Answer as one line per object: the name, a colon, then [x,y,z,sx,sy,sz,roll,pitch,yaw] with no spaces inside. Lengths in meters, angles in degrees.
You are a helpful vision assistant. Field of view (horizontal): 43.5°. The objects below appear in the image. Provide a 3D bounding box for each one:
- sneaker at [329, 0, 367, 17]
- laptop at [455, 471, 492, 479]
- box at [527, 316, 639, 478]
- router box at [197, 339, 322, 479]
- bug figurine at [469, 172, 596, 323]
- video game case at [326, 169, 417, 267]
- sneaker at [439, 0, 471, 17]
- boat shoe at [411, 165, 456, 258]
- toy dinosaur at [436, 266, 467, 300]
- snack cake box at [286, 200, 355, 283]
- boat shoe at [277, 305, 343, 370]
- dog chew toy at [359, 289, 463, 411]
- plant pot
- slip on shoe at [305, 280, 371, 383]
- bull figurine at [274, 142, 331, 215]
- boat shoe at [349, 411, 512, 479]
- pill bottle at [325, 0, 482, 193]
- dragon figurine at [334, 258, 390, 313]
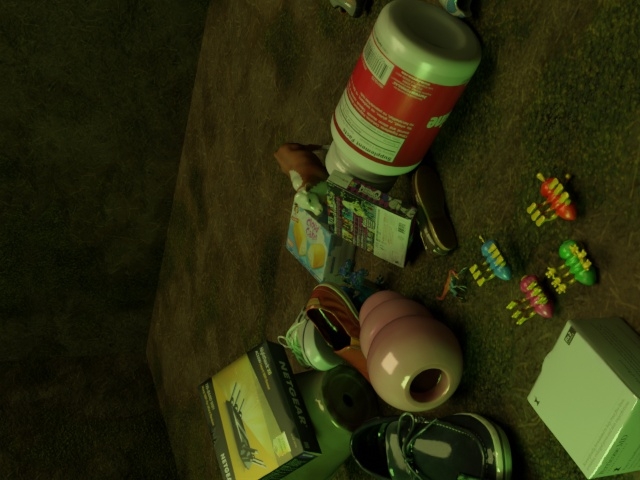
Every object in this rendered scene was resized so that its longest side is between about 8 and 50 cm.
sneaker: [0.045,-0.669,2.142,0.271,0.100,0.108,-129,39,-52]
laptop: [0.351,0.587,1.464,0.136,0.264,0.234,-55,-23,-68]
box: [0.450,0.245,1.272,0.182,0.119,0.181,-121,39,-48]
router box: [-0.157,0.440,1.977,0.243,0.081,0.309,-36,55,19]
bug figurine: [0.393,0.022,1.445,0.279,0.072,0.216,-53,50,45]
video game case: [0.113,-0.045,1.826,0.042,0.210,0.232,-57,-17,-23]
sneaker: [0.320,-0.556,1.598,0.086,0.085,0.237,42,129,22]
boat shoe: [0.236,-0.061,1.771,0.073,0.073,0.207,-42,53,55]
toy dinosaur: [0.277,0.094,1.692,0.082,0.090,0.047,53,-164,-41]
snack cake box: [0.000,0.000,2.253,0.264,0.089,0.152,-136,50,-56]
boat shoe: [-0.033,0.248,2.071,0.136,0.156,0.367,56,-165,-15]
dog chew toy: [0.178,0.223,1.767,0.332,0.206,0.207,-121,38,-59]
plant pot: [-0.012,0.462,2.081,0.280,0.323,0.323,-40,53,39]
slip on shoe: [0.078,0.253,1.926,0.123,0.101,0.331,-30,100,45]
bull figurine: [-0.018,-0.178,2.170,0.310,0.188,0.101,-122,39,-48]
boat shoe: [0.222,0.459,1.719,0.500,0.156,0.187,-15,75,63]
pill bottle: [0.160,-0.292,1.741,0.408,0.229,0.229,-62,37,43]
dragon figurine: [0.083,0.159,2.015,0.085,0.144,0.289,-115,35,-42]
